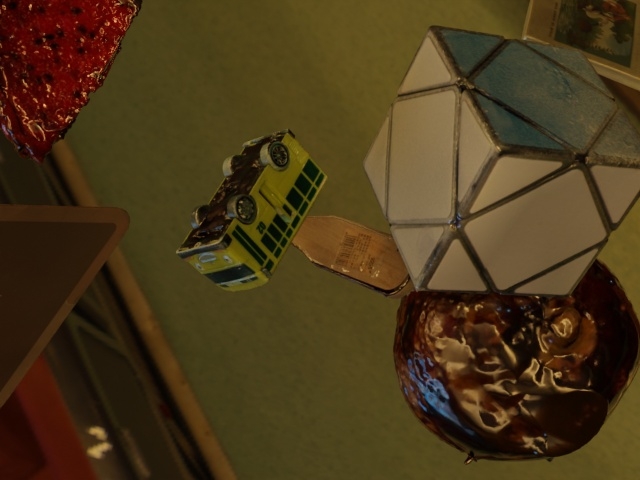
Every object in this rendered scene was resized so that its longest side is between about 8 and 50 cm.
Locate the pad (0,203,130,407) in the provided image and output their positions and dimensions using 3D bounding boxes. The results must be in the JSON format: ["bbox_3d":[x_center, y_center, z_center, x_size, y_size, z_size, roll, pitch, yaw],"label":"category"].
[{"bbox_3d":[-0.266,0.068,0.984,0.266,0.176,0.002,-51,61,26],"label":"pad"}]

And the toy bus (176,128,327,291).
[{"bbox_3d":[-0.072,-0.029,1.407,0.088,0.101,0.175,-12,39,45],"label":"toy bus"}]

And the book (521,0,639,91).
[{"bbox_3d":[0.417,-0.279,1.754,0.282,0.025,0.215,20,45,-2],"label":"book"}]

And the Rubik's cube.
[{"bbox_3d":[0.192,-0.080,1.367,0.207,0.205,0.205,-62,35,39],"label":"Rubik's cube"}]

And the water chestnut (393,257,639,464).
[{"bbox_3d":[0.263,0.146,1.784,0.335,0.347,0.335,0,92,-1],"label":"water chestnut"}]

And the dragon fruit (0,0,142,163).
[{"bbox_3d":[-0.214,-0.137,0.917,0.127,0.120,0.161,-23,41,65],"label":"dragon fruit"}]

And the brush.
[{"bbox_3d":[0.000,0.000,1.569,0.327,0.065,0.070,21,87,39],"label":"brush"}]
